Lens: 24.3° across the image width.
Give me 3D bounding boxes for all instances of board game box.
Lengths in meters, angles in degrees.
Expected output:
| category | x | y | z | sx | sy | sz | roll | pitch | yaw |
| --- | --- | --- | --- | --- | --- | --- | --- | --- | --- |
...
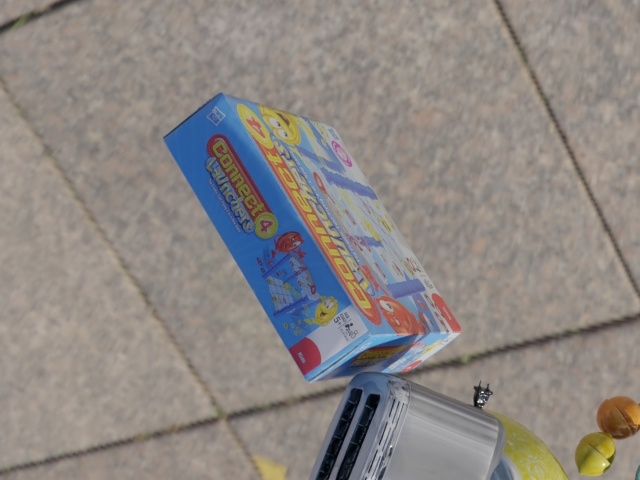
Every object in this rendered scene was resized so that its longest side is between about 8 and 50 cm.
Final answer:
| category | x | y | z | sx | sy | sz | roll | pitch | yaw |
| --- | --- | --- | --- | --- | --- | --- | --- | --- | --- |
| board game box | 0.000 | 0.000 | 1.637 | 0.086 | 0.302 | 0.308 | -36 | 75 | 17 |

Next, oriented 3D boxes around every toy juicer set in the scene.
| category | x | y | z | sx | sy | sz | roll | pitch | yaw |
| --- | --- | --- | --- | --- | --- | --- | --- | --- | --- |
| toy juicer set | 0.436 | 0.333 | 1.960 | 0.209 | 0.329 | 0.089 | 26 | 135 | -13 |

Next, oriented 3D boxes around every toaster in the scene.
| category | x | y | z | sx | sy | sz | roll | pitch | yaw |
| --- | --- | --- | --- | --- | --- | --- | --- | --- | --- |
| toaster | 0.086 | 0.229 | 1.515 | 0.146 | 0.227 | 0.129 | 26 | 173 | -25 |

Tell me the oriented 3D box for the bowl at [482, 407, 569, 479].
| category | x | y | z | sx | sy | sz | roll | pitch | yaw |
| --- | --- | --- | --- | --- | --- | --- | --- | --- | --- |
| bowl | 0.167 | 0.310 | 1.734 | 0.289 | 0.289 | 0.156 | 13 | 153 | 8 |
